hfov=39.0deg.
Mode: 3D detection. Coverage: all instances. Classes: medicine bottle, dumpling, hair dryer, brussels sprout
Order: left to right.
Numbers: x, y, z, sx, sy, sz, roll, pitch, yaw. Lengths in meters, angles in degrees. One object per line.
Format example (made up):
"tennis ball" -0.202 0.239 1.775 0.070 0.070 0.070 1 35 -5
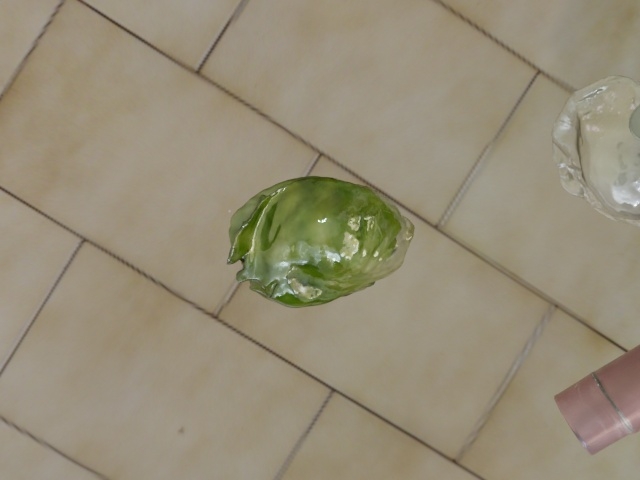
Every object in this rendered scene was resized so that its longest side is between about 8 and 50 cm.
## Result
"brussels sprout" 0.001 0.002 0.835 0.181 0.100 0.139 13 135 -16
"dumpling" 0.421 -0.118 1.287 0.147 0.193 0.258 -42 126 -31
"hair dryer" 0.591 0.313 1.729 0.210 0.352 0.125 -35 62 12
"medicine bottle" 0.369 -0.117 0.972 0.083 0.047 0.047 17 90 -48
